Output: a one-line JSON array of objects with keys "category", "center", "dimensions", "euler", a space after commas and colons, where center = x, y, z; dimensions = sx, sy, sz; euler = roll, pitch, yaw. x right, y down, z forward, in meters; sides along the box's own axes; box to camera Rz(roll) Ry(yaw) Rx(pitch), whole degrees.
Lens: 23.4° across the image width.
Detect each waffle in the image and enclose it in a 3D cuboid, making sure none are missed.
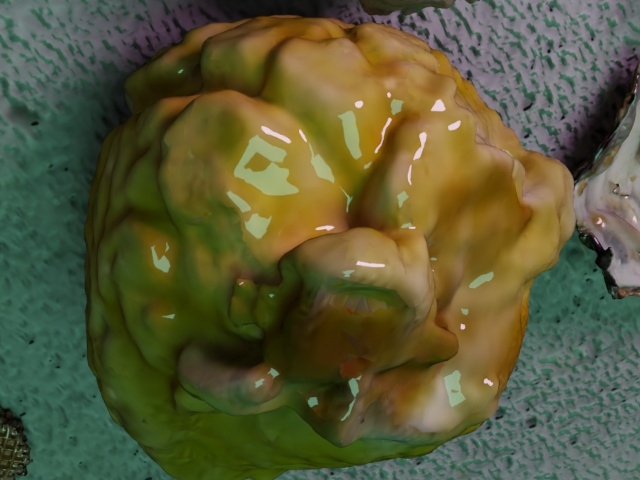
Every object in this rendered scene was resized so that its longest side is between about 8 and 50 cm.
[{"category": "waffle", "center": [-0.297, 0.185, 1.374], "dimensions": [0.075, 0.029, 0.083], "euler": [-24, 124, -5]}]

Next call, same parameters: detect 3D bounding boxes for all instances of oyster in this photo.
[{"category": "oyster", "center": [0.308, -0.052, 1.381], "dimensions": [0.214, 0.083, 0.223], "euler": [14, 100, -35]}]

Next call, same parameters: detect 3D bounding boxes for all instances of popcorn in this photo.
[{"category": "popcorn", "center": [-0.007, 0.005, 1.175], "dimensions": [0.344, 0.354, 0.390], "euler": [-13, 172, -34]}]

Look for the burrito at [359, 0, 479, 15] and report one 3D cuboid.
[{"category": "burrito", "center": [0.035, -0.279, 1.029], "dimensions": [0.190, 0.135, 0.332], "euler": [-17, 155, 20]}]
